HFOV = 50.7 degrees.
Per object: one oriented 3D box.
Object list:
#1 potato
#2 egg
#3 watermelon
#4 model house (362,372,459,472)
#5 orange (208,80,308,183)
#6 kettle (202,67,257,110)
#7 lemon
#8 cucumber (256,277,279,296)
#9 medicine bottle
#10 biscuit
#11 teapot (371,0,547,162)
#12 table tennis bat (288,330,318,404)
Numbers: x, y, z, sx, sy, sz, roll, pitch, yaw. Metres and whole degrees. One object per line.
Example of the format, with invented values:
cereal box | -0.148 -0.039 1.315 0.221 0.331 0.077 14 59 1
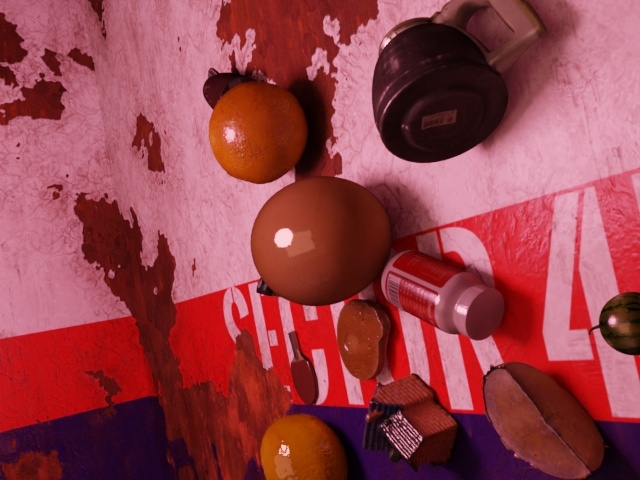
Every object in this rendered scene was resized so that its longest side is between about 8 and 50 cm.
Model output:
potato | 0.395 0.329 1.218 0.243 0.098 0.138 53 141 28
egg | 0.000 0.000 1.570 0.374 0.301 0.301 -27 73 55
watermelon | 0.480 0.128 1.046 0.109 0.109 0.109 17 111 55
model house | 0.181 0.421 1.500 0.183 0.172 0.166 37 125 48
orange | -0.166 -0.285 1.800 0.274 0.274 0.274 17 111 55
kettle | -0.267 -0.428 2.075 0.232 0.144 0.202 37 158 56
lemon | -0.043 0.601 1.836 0.263 0.236 0.236 48 143 -2
cucumber | -0.138 0.104 2.021 0.115 0.086 0.193 49 129 43
medicine bottle | 0.243 0.109 1.375 0.250 0.131 0.131 25 117 52
biscuit | 0.110 0.243 1.685 0.181 0.049 0.208 25 116 53
teapot | 0.214 -0.327 1.242 0.321 0.240 0.239 116 148 -48
table tennis bat | -0.058 0.377 2.002 0.130 0.019 0.220 -29 73 56
